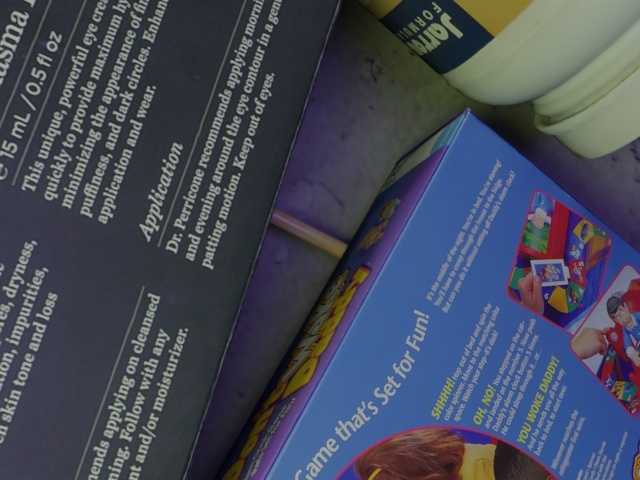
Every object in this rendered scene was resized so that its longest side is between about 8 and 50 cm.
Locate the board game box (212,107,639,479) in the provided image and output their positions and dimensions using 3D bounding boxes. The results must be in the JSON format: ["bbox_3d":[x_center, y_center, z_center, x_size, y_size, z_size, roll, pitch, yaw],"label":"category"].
[{"bbox_3d":[0.078,0.133,0.644,0.233,0.078,0.347,38,56,-10],"label":"board game box"}]

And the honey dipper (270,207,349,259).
[{"bbox_3d":[0.000,0.000,0.720,0.160,0.030,0.030,28,74,-14],"label":"honey dipper"}]

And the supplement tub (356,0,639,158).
[{"bbox_3d":[0.090,-0.216,0.678,0.316,0.228,0.228,40,72,-7],"label":"supplement tub"}]

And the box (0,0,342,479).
[{"bbox_3d":[-0.200,-0.020,0.555,0.312,0.179,0.343,25,71,-21],"label":"box"}]
